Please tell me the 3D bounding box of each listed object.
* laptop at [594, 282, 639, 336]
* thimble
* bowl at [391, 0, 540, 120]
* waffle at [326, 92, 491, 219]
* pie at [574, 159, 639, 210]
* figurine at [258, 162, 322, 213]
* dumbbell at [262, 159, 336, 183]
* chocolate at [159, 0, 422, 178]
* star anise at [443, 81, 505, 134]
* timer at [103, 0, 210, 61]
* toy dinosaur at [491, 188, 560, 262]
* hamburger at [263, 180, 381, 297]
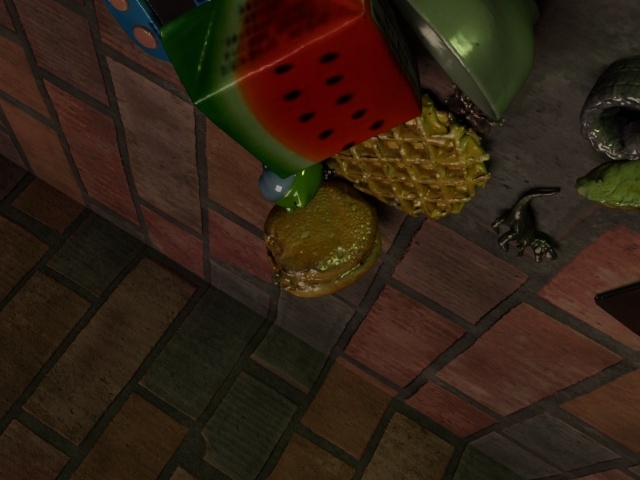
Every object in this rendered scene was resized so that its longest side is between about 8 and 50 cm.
[{"bbox_3d":[0.726,0.148,1.428,0.154,0.026,0.207,35,156,-6],"label":"laptop"},{"bbox_3d":[0.486,-0.200,1.014,0.150,0.098,0.150,28,154,15],"label":"thimble"},{"bbox_3d":[0.228,-0.335,0.976,0.289,0.146,0.289,48,-167,-14],"label":"bowl"},{"bbox_3d":[0.174,-0.189,1.419,0.382,0.095,0.379,31,153,0],"label":"waffle"},{"bbox_3d":[0.548,-0.096,1.068,0.248,0.201,0.090,3,104,36],"label":"pie"},{"bbox_3d":[-0.074,-0.198,1.528,0.143,0.263,0.162,-4,176,-27],"label":"figurine"},{"bbox_3d":[-0.038,-0.194,1.645,0.254,0.110,0.110,16,150,20],"label":"dumbbell"},{"bbox_3d":[-0.025,-0.282,1.101,0.341,0.161,0.360,-23,154,17],"label":"chocolate"},{"bbox_3d":[0.287,-0.249,1.199,0.124,0.056,0.129,38,171,1],"label":"star anise"},{"bbox_3d":[-0.326,-0.532,1.345,0.309,0.115,0.340,4,142,36],"label":"timer"},{"bbox_3d":[0.467,-0.042,1.407,0.187,0.087,0.179,32,122,-33],"label":"toy dinosaur"},{"bbox_3d":[0.000,0.000,1.683,0.290,0.314,0.170,58,174,37],"label":"hamburger"}]
